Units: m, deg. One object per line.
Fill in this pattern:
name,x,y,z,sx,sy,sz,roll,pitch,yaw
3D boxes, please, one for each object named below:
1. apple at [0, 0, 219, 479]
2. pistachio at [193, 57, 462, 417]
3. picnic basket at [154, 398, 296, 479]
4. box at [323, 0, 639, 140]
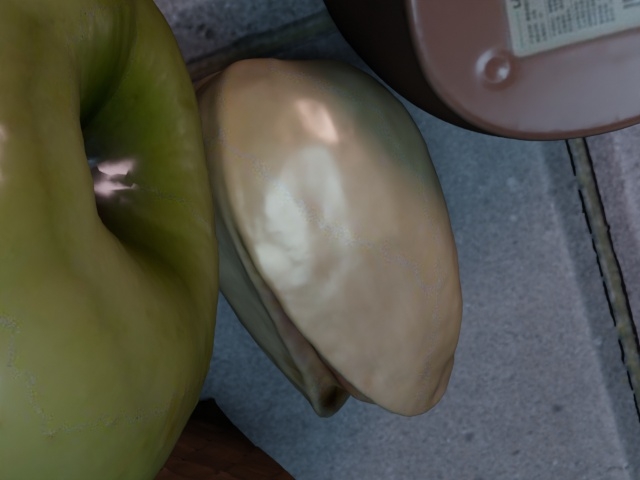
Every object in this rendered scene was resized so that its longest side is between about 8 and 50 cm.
apple,-0.283,-0.004,0.987,0.474,0.473,0.473,-5,115,-10
pistachio,0.000,0.000,1.185,0.187,0.187,0.299,-24,114,0
picnic basket,-0.144,0.287,1.219,0.254,0.291,0.321,5,104,-29
box,0.149,-0.206,1.111,0.301,0.216,0.301,-5,115,-12
